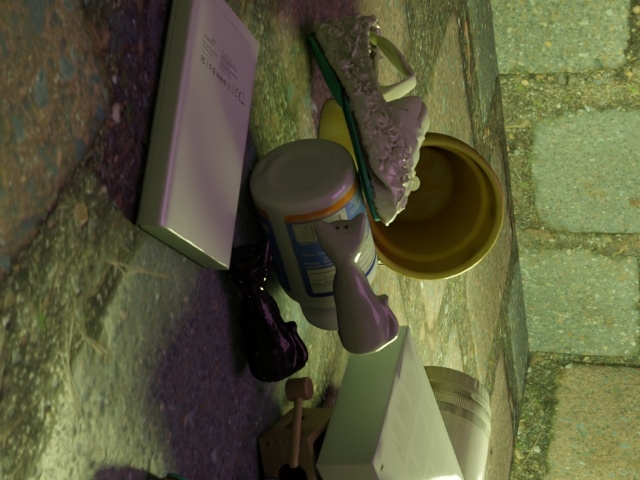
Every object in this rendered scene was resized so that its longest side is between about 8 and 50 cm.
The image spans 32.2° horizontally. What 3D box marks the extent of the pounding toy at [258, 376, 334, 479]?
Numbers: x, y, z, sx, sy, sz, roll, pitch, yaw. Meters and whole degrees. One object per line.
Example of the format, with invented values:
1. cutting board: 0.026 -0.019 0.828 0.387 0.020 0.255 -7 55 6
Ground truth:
1. pounding toy: -0.041 0.297 1.620 0.181 0.094 0.206 -30 114 -64

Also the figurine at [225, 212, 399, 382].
1. figurine: -0.016 0.067 1.495 0.092 0.215 0.209 -109 -176 -58

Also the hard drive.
1. hard drive: -0.142 -0.138 1.345 0.203 0.040 0.307 42 53 -66

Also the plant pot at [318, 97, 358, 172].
1. plant pot: 0.063 -0.171 1.859 0.134 0.095 0.134 2 90 -72

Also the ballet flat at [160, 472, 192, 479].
1. ballet flat: -0.141 0.347 1.350 0.073 0.080 0.232 -68 155 -20

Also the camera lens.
1. camera lens: 0.217 0.413 2.181 0.219 0.220 0.274 70 28 -48

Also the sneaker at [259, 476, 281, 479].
1. sneaker: -0.057 0.457 1.570 0.124 0.107 0.283 -91 -179 -57

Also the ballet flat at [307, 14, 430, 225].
1. ballet flat: 0.084 -0.204 1.626 0.147 0.147 0.408 68 3 -50

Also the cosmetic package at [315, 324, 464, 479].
1. cosmetic package: 0.121 0.366 1.744 0.284 0.098 0.377 -71 148 -50

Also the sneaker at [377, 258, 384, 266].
1. sneaker: 0.096 0.023 2.026 0.158 0.065 0.061 -17 108 -71

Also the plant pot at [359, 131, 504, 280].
1. plant pot: 0.184 -0.081 2.012 0.239 0.254 0.253 -104 -169 -74

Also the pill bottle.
1. pill bottle: 0.000 0.000 1.605 0.272 0.152 0.152 74 25 -43
